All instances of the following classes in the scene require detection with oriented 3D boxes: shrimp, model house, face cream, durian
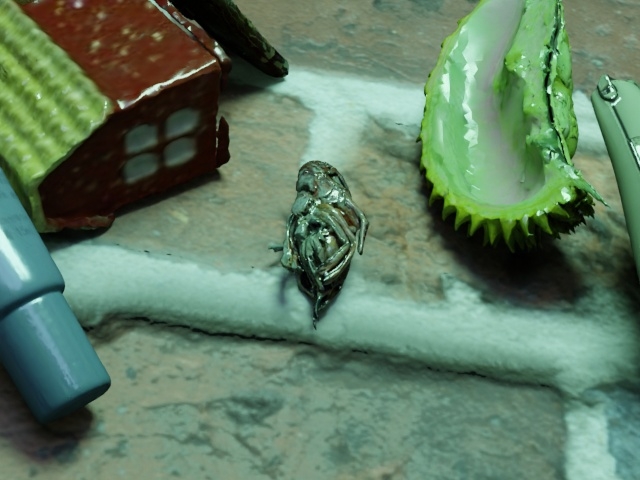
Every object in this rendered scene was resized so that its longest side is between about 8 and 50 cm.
[{"bbox_3d":[0.000,0.001,1.292,0.073,0.075,0.190,29,50,-29],"label":"shrimp"},{"bbox_3d":[-0.236,-0.127,1.301,0.254,0.160,0.196,-28,59,-31],"label":"model house"},{"bbox_3d":[-0.300,-0.026,1.153,0.135,0.086,0.385,-24,78,-46],"label":"face cream"},{"bbox_3d":[0.190,-0.133,1.382,0.158,0.169,0.352,11,54,-9],"label":"durian"}]

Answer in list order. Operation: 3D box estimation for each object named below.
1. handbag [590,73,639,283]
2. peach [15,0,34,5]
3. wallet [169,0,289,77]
[{"bbox_3d":[0.323,-0.026,1.303,0.109,0.241,0.315,-29,48,14],"label":"handbag"},{"bbox_3d":[-0.345,-0.321,1.453,0.184,0.184,0.184,6,46,-6],"label":"peach"},{"bbox_3d":[-0.114,-0.233,1.410,0.122,0.232,0.031,33,90,21],"label":"wallet"}]
